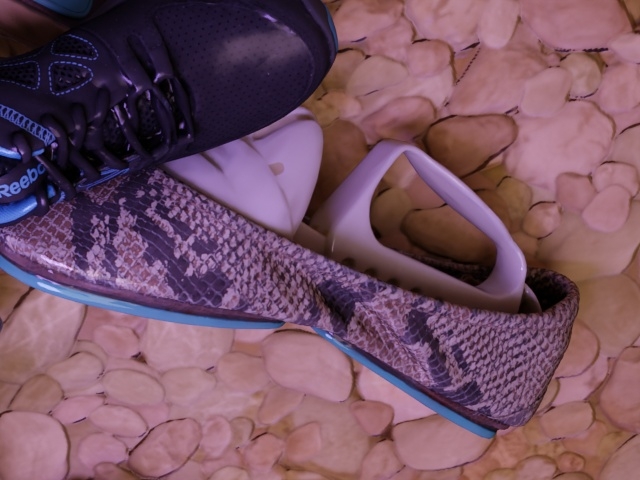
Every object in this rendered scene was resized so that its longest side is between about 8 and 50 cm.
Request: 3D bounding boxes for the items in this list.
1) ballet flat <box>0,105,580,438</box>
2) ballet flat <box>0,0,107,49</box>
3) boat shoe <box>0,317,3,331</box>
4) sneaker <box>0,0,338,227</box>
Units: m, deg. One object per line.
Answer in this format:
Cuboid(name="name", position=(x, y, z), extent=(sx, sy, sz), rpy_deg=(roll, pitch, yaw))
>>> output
Cuboid(name="ballet flat", position=(0.000, 0.000, 1.294), extent=(0.482, 0.164, 0.182), rpy_deg=(21, 103, -35))
Cuboid(name="ballet flat", position=(-0.157, -0.142, 1.196), extent=(0.232, 0.080, 0.073), rpy_deg=(30, 142, -28))
Cuboid(name="boat shoe", position=(-0.322, -0.022, 1.209), extent=(0.103, 0.118, 0.320), rpy_deg=(-39, 116, 11))
Cuboid(name="sneaker", position=(-0.149, -0.066, 1.109), extent=(0.340, 0.140, 0.125), rpy_deg=(-16, 125, -1))
